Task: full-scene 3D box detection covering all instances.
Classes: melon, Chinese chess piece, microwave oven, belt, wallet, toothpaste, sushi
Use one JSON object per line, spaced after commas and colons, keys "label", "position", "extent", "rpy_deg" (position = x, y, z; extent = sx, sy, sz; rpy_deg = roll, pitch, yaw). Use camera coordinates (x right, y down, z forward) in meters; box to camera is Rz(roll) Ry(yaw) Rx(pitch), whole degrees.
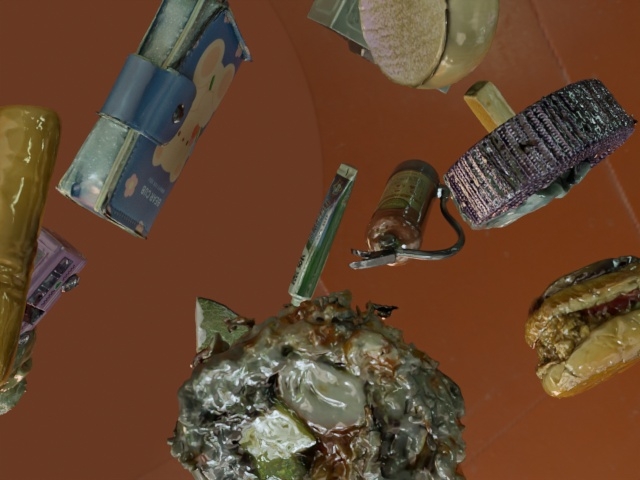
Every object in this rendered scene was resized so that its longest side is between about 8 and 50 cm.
{"label": "melon", "position": [-0.201, 0.216, 1.600], "extent": [0.202, 0.093, 0.140], "rpy_deg": [39, 55, -11]}
{"label": "Chinese chess piece", "position": [0.172, -0.386, 1.310], "extent": [0.112, 0.270, 0.270], "rpy_deg": [-15, 99, -27]}
{"label": "microwave oven", "position": [0.156, -0.468, 1.615], "extent": [0.295, 0.181, 0.238], "rpy_deg": [23, 104, -26]}
{"label": "belt", "position": [0.310, -0.115, 1.137], "extent": [0.324, 0.260, 0.122], "rpy_deg": [-20, 73, -53]}
{"label": "wallet", "position": [-0.135, -0.107, 0.675], "extent": [0.059, 0.141, 0.202], "rpy_deg": [28, 84, 7]}
{"label": "toothpaste", "position": [0.000, 0.000, 1.929], "extent": [0.061, 0.098, 0.392], "rpy_deg": [17, 98, -25]}
{"label": "sushi", "position": [-0.008, 0.265, 1.041], "extent": [0.417, 0.176, 0.418], "rpy_deg": [3, 106, 12]}

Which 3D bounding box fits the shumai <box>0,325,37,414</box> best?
{"label": "shumai", "position": [-0.766, 0.204, 1.663], "extent": [0.394, 0.348, 0.396], "rpy_deg": [3, 75, -12]}

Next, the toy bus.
{"label": "toy bus", "position": [-0.454, 0.074, 1.196], "extent": [0.096, 0.108, 0.199], "rpy_deg": [37, 81, 13]}

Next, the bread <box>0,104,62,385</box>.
{"label": "bread", "position": [-0.344, 0.005, 0.832], "extent": [0.091, 0.142, 0.305], "rpy_deg": [15, 75, -32]}

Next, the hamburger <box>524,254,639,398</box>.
{"label": "hamburger", "position": [0.446, 0.143, 1.289], "extent": [0.244, 0.244, 0.163], "rpy_deg": [-12, 62, -20]}

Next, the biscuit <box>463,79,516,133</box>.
{"label": "biscuit", "position": [0.356, -0.235, 1.562], "extent": [0.188, 0.052, 0.056], "rpy_deg": [44, 79, -28]}

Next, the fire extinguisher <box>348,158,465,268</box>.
{"label": "fire extinguisher", "position": [0.189, -0.050, 1.599], "extent": [0.113, 0.200, 0.376], "rpy_deg": [64, 28, -21]}
